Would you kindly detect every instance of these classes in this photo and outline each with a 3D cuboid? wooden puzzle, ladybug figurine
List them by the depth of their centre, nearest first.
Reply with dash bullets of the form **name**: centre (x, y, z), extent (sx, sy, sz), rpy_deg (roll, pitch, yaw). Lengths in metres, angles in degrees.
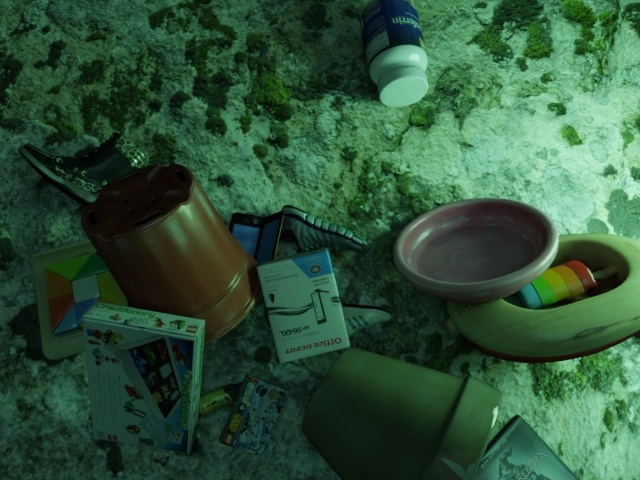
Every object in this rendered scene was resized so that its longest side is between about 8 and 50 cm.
- **ladybug figurine**: centre (0.487, 0.131, 0.936), extent (0.450, 0.161, 0.305), rpy_deg (-16, 31, 6)
- **wooden puzzle**: centre (-0.497, 0.110, 0.957), extent (0.221, 0.044, 0.238), rpy_deg (-16, 74, -10)

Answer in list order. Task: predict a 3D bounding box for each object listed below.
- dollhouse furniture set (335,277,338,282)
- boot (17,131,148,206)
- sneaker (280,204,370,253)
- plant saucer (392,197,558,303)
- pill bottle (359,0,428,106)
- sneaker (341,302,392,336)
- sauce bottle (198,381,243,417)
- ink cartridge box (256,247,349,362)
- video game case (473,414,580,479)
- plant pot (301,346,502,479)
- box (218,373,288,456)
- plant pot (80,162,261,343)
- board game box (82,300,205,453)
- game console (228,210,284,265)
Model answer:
- **dollhouse furniture set**: centre (-0.041, 0.101, 0.993), extent (0.152, 0.058, 0.076), rpy_deg (11, 71, -2)
- **boot**: centre (-0.544, -0.188, 1.030), extent (0.237, 0.085, 0.178), rpy_deg (35, 70, 0)
- **sneaker**: centre (0.000, 0.000, 1.033), extent (0.224, 0.083, 0.098), rpy_deg (24, 93, 7)
- **plant saucer**: centre (0.328, 0.023, 0.960), extent (0.333, 0.084, 0.332), rpy_deg (-15, 31, 9)
- **pill bottle**: centre (0.194, -0.496, 1.159), extent (0.154, 0.153, 0.264), rpy_deg (-6, 73, -7)
- **sneaker**: centre (0.076, 0.182, 0.986), extent (0.162, 0.057, 0.075), rpy_deg (5, 88, -5)
- **sauce bottle**: centre (-0.199, 0.322, 0.915), extent (0.128, 0.042, 0.042), rpy_deg (-22, 75, -12)
- **ink cartridge box**: centre (-0.032, 0.130, 0.908), extent (0.149, 0.086, 0.202), rpy_deg (-14, 94, 0)
- **video game case**: centre (0.446, 0.537, 0.913), extent (0.196, 0.026, 0.274), rpy_deg (-39, 80, -15)
- **plant pot**: centre (0.130, 0.349, 0.820), extent (0.281, 0.323, 0.323), rpy_deg (27, 71, 20)
- **box**: centre (-0.134, 0.353, 0.899), extent (0.094, 0.027, 0.136), rpy_deg (27, 76, -17)
- **plant pot**: centre (-0.282, 0.018, 0.835), extent (0.273, 0.264, 0.272), rpy_deg (-9, 43, 9)
- **board game box**: centre (-0.321, 0.262, 0.814), extent (0.193, 0.304, 0.053), rpy_deg (11, 28, -2)
- **game console**: centre (-0.156, -0.001, 1.001), extent (0.124, 0.085, 0.143), rpy_deg (11, 71, -3)
